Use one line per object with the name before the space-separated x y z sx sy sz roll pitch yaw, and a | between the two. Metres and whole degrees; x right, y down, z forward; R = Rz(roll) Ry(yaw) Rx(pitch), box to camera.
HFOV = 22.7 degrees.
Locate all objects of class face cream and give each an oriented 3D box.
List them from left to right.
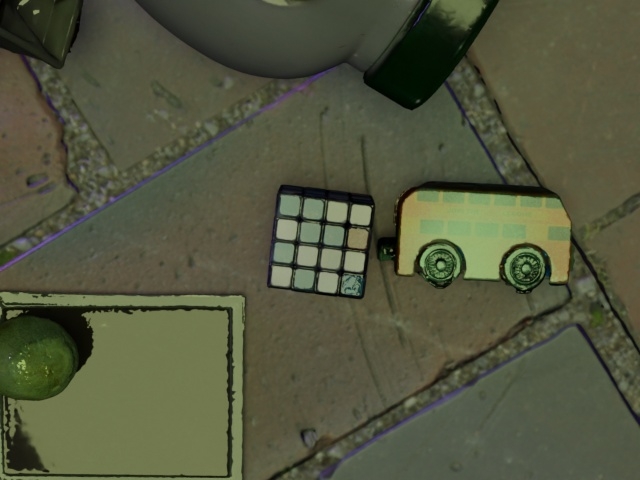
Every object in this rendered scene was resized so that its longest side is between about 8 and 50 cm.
face cream | -0.016 -0.291 1.395 0.357 0.219 0.312 30 112 -8

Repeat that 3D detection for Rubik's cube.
Rubik's cube | 0.000 0.000 1.498 0.092 0.092 0.092 7 96 0

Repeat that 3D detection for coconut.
coconut | -0.275 0.112 1.503 0.088 0.096 0.087 -3 95 -39

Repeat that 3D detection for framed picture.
framed picture | -0.199 0.147 1.555 0.252 0.014 0.197 1 97 0

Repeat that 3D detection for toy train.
toy train | 0.148 -0.003 1.507 0.188 0.072 0.099 4 97 0

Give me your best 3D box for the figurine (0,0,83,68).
figurine | -0.369 -0.266 1.408 0.285 0.167 0.342 9 103 25
